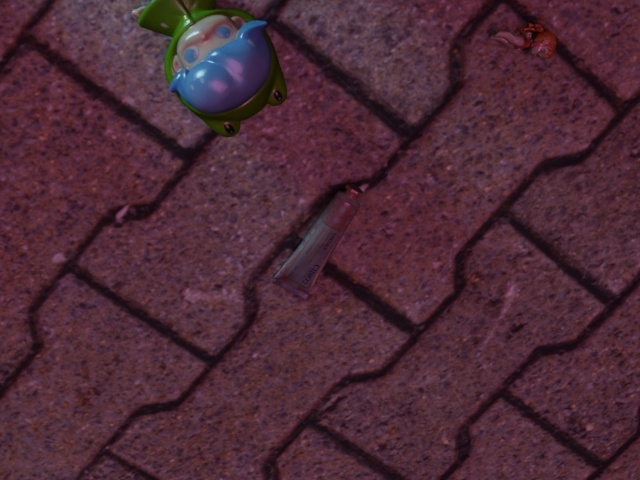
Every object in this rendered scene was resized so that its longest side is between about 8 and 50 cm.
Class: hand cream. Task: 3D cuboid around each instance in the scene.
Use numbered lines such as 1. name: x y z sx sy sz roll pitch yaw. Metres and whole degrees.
1. hand cream: 0.000 0.000 1.369 0.067 0.043 0.210 26 111 -18

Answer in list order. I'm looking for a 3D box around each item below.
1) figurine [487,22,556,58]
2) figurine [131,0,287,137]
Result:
1. figurine: 0.307 -0.305 1.290 0.109 0.064 0.047 5 89 -21
2. figurine: -0.159 -0.279 1.185 0.162 0.143 0.263 -35 96 -3
